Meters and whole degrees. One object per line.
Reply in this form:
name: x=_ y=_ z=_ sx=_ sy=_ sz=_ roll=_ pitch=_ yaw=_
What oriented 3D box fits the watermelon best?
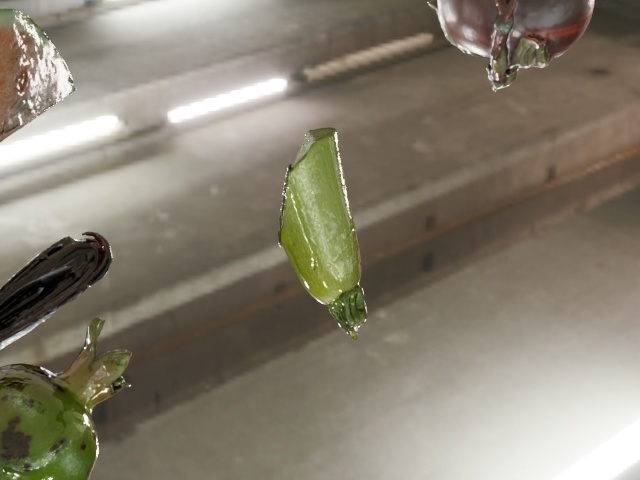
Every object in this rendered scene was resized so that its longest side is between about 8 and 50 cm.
watermelon: x=-0.356 y=-0.136 z=1.343 sx=0.231 sy=0.128 sz=0.146 roll=-35 pitch=173 yaw=12

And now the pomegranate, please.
pomegranate: x=-0.282 y=0.170 z=1.307 sx=0.156 sy=0.220 sz=0.156 roll=30 pitch=-177 yaw=-1

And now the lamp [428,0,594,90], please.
lamp: x=0.202 y=-0.265 z=1.262 sx=0.151 sy=0.223 sz=0.215 roll=24 pitch=-150 yaw=-3

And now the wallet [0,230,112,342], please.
wallet: x=-0.396 y=0.097 z=1.619 sx=0.262 sy=0.071 sz=0.221 roll=-40 pitch=-174 yaw=-31

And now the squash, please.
squash: x=-0.003 y=0.000 z=1.219 sx=0.075 sy=0.200 sz=0.090 roll=-13 pitch=-168 yaw=-7
